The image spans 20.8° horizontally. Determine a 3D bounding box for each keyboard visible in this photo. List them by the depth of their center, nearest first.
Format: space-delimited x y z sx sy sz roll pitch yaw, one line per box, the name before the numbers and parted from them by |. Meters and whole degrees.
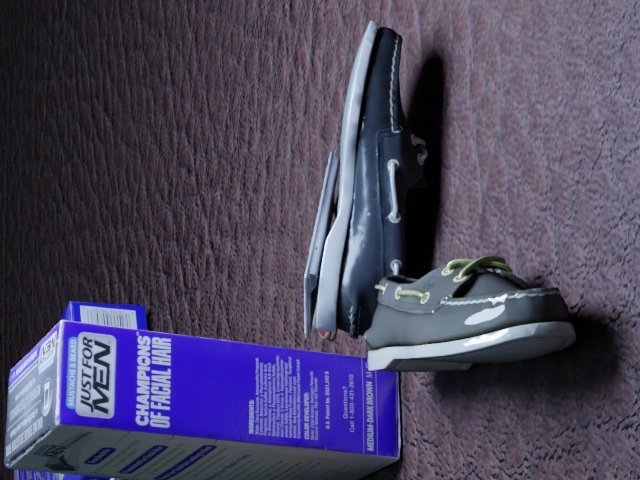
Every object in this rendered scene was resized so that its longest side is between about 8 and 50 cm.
keyboard | 0.000 0.000 1.741 0.256 0.014 0.072 -78 -4 -59

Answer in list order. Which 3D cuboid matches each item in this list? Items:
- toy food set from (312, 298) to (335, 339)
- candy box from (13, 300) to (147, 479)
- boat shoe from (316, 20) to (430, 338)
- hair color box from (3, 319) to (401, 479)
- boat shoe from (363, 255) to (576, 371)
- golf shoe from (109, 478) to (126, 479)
toy food set | 0.015 0.054 1.812 0.078 0.019 0.122 -116 40 -52
candy box | -0.333 0.277 2.416 0.317 0.122 0.268 128 141 -48
boat shoe | 0.059 -0.056 1.666 0.114 0.091 0.302 -54 -28 -86
hair color box | -0.114 0.167 1.670 0.185 0.339 0.110 142 131 -58
boat shoe | 0.118 0.060 1.463 0.305 0.109 0.091 160 110 -68
golf shoe | -0.207 0.278 2.133 0.273 0.120 0.105 -123 44 -58
